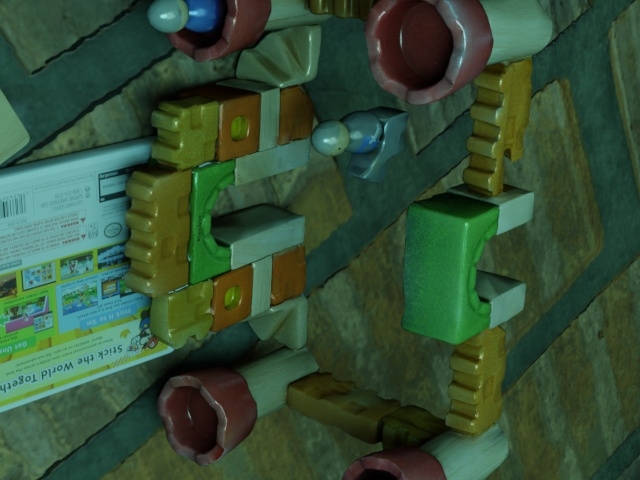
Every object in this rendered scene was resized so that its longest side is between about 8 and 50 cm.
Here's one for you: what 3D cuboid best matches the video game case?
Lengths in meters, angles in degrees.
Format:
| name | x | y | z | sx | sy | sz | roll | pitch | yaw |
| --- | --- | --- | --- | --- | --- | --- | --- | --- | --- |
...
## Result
| name | x | y | z | sx | sy | sz | roll | pitch | yaw |
| --- | --- | --- | --- | --- | --- | --- | --- | --- | --- |
| video game case | -0.223 | 0.031 | 1.056 | 0.227 | 0.026 | 0.206 | -18 | 119 | -38 |

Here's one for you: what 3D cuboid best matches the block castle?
| name | x | y | z | sx | sy | sz | roll | pitch | yaw |
| --- | --- | --- | --- | --- | --- | --- | --- | --- | --- |
| block castle | 0.000 | 0.000 | 1.029 | 0.213 | 0.303 | 0.453 | -21 | 120 | -48 |

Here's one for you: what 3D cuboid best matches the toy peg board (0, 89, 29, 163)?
| name | x | y | z | sx | sy | sz | roll | pitch | yaw |
| --- | --- | --- | --- | --- | --- | --- | --- | --- | --- |
| toy peg board | -0.321 | -0.091 | 0.879 | 0.161 | 0.079 | 0.160 | -44 | 117 | -32 |
